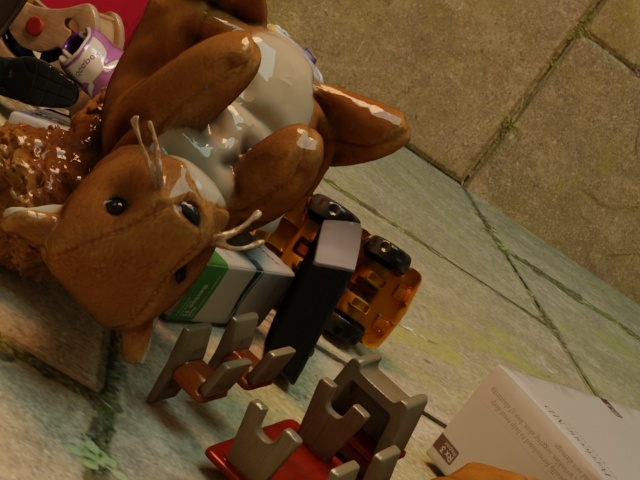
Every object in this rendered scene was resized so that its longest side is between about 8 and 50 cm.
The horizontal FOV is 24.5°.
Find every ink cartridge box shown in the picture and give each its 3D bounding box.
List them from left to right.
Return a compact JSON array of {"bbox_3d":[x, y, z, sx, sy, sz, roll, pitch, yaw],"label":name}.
[{"bbox_3d":[-0.147,0.022,1.733,0.153,0.087,0.208,41,14,26],"label":"ink cartridge box"}]

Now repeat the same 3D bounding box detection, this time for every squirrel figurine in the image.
[{"bbox_3d":[-0.171,-0.047,1.437,0.281,0.397,0.370,51,42,-25],"label":"squirrel figurine"}]

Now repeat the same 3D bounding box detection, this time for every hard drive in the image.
[{"bbox_3d":[-0.008,0.062,1.776,0.054,0.172,0.254,27,13,-3],"label":"hard drive"}]

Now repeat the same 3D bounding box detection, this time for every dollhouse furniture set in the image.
[{"bbox_3d":[-0.011,0.203,1.438,0.262,0.135,0.259,41,25,23],"label":"dollhouse furniture set"}]

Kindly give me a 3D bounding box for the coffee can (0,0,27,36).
[{"bbox_3d":[-0.530,-0.387,1.940,0.275,0.201,0.201,36,12,-1],"label":"coffee can"}]

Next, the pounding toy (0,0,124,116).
[{"bbox_3d":[-0.386,-0.286,2.067,0.269,0.154,0.155,41,13,21],"label":"pounding toy"}]

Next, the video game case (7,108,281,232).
[{"bbox_3d":[-0.208,-0.091,1.819,0.329,0.036,0.300,20,4,-5],"label":"video game case"}]

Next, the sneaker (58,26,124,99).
[{"bbox_3d":[-0.266,-0.225,2.000,0.161,0.102,0.282,42,3,2],"label":"sneaker"}]

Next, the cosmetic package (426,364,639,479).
[{"bbox_3d":[0.333,0.304,1.827,0.385,0.156,0.217,22,21,-50],"label":"cosmetic package"}]

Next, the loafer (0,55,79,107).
[{"bbox_3d":[-0.384,-0.207,1.919,0.170,0.062,0.061,20,-2,18],"label":"loafer"}]

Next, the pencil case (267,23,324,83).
[{"bbox_3d":[-0.124,-0.190,2.147,0.124,0.273,0.113,48,8,5],"label":"pencil case"}]

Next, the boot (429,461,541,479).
[{"bbox_3d":[0.225,0.327,1.498,0.295,0.104,0.211,34,26,26],"label":"boot"}]

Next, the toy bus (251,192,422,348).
[{"bbox_3d":[0.000,0.031,2.023,0.220,0.149,0.211,34,-3,-18],"label":"toy bus"}]

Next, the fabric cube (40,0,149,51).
[{"bbox_3d":[-0.362,-0.435,2.441,0.254,0.258,0.259,38,12,4],"label":"fabric cube"}]
